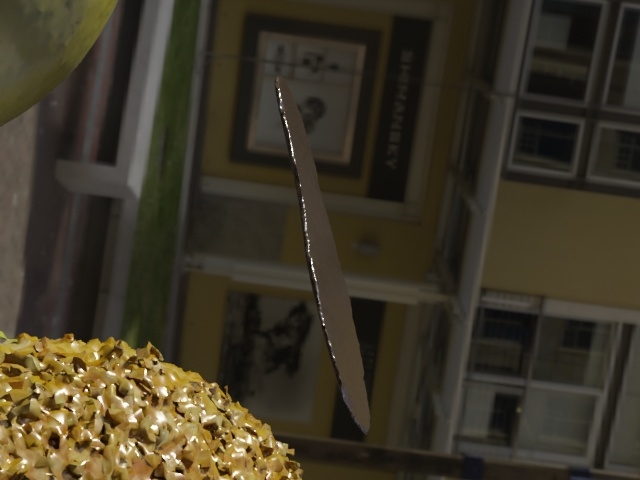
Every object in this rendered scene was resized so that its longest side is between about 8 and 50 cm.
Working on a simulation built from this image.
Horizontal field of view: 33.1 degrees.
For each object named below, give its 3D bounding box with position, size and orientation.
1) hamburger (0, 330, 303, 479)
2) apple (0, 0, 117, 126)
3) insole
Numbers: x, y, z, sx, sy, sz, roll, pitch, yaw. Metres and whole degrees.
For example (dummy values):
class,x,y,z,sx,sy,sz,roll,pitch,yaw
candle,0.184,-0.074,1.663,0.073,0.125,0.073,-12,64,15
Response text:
class,x,y,z,sx,sy,sz,roll,pitch,yaw
hamburger,-0.119,0.177,0.442,0.179,0.294,0.276,-17,-121,52
apple,-0.238,-0.199,0.569,0.254,0.292,0.292,123,-21,-53
insole,0.000,0.000,0.828,0.111,0.007,0.328,60,14,-53
